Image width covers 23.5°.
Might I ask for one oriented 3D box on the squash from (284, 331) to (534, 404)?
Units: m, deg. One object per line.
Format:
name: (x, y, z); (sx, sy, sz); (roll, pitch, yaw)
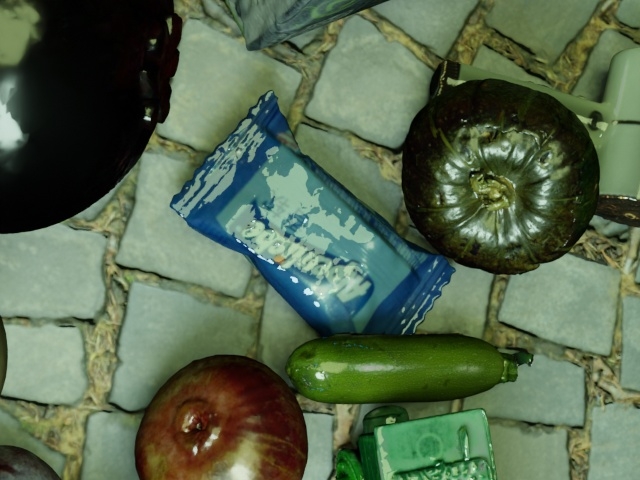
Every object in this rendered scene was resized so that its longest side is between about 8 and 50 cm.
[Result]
squash: (0.113, 0.147, 1.782); (0.331, 0.087, 0.087); (2, 82, -30)

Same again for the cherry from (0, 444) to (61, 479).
cherry: (-0.341, 0.298, 1.607); (0.176, 0.140, 0.176); (-7, 109, -20)

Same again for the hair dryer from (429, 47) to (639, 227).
hair dryer: (0.289, -0.156, 1.884); (0.361, 0.128, 0.203); (16, 79, -7)

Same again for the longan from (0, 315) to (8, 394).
longan: (-0.445, 0.104, 1.517); (0.243, 0.300, 0.300); (-16, 87, -60)

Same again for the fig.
fig: (-0.099, 0.229, 1.672); (0.205, 0.205, 0.205); (2, 82, -17)

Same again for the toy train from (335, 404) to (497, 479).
toy train: (0.109, 0.313, 1.709); (0.145, 0.202, 0.266); (-8, 85, -19)

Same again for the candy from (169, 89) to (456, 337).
candy: (0.000, 0.000, 1.785); (0.331, 0.077, 0.187); (41, 81, -13)

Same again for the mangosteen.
mangosteen: (-0.361, -0.202, 1.564); (0.435, 0.382, 0.382); (10, 79, 8)

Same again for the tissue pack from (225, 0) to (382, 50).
tissue pack: (0.101, -0.356, 1.751); (0.394, 0.288, 0.124); (-24, 89, -18)

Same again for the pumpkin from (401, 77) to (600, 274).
pumpkin: (0.204, -0.070, 1.780); (0.238, 0.238, 0.159); (51, 31, -5)
